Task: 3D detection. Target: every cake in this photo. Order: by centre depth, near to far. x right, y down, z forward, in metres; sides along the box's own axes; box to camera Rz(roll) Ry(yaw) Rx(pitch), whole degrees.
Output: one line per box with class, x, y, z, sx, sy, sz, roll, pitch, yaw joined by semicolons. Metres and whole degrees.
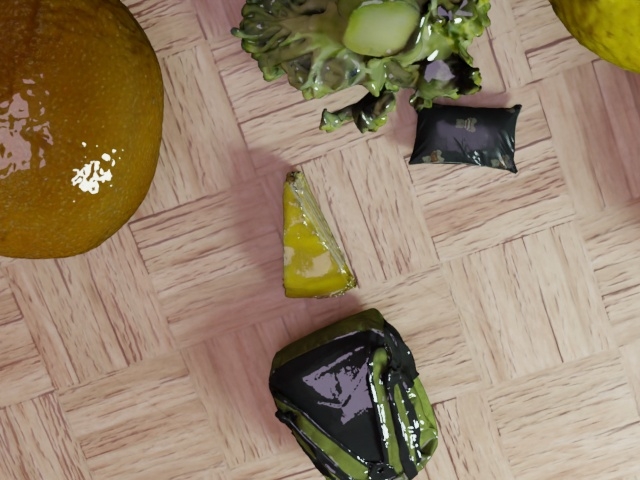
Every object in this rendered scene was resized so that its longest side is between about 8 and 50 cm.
cake;-0.001;0.001;1.514;0.116;0.080;0.185;8;100;4

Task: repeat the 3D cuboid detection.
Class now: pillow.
pillow;0.195;-0.142;1.480;0.150;0.048;0.090;5;107;4

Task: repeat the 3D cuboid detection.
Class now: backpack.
backpack;0.053;0.237;1.537;0.207;0.140;0.253;-27;97;12

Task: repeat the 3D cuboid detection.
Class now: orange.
orange;-0.347;-0.160;1.367;0.322;0.322;0.357;15;99;-1

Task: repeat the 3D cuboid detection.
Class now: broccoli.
broccoli;0.066;-0.295;1.369;0.334;0.272;0.324;20;144;-9

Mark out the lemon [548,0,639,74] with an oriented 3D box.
lemon;0.440;-0.350;1.263;0.387;0.350;0.350;21;104;7
